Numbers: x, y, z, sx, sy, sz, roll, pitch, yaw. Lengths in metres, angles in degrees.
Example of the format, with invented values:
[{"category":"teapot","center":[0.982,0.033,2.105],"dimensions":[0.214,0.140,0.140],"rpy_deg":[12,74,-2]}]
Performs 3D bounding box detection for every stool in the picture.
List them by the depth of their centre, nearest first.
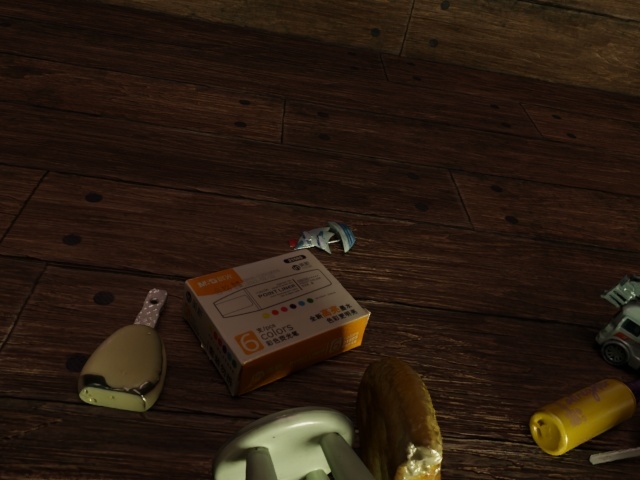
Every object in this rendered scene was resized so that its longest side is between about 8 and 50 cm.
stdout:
[{"category":"stool","center":[-0.025,0.340,0.710],"dimensions":[0.195,0.195,0.199],"rpy_deg":[-2,43,-20]}]

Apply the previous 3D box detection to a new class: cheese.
[{"category":"cheese","center":[-0.302,0.167,0.964],"dimensions":[0.127,0.054,0.251],"rpy_deg":[10,36,-3]}]

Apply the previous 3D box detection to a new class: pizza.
[{"category":"pizza","center":[0.106,0.245,0.802],"dimensions":[0.087,0.268,0.258],"rpy_deg":[-3,43,-6]}]

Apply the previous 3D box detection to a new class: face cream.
[{"category":"face cream","center":[0.487,0.293,1.014],"dimensions":[0.273,0.078,0.078],"rpy_deg":[-11,43,-28]}]

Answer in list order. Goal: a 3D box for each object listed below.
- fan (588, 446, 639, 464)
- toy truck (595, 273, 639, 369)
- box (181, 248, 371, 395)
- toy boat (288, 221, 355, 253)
[{"category":"fan","center":[0.621,0.320,0.985],"dimensions":[0.294,0.012,0.223],"rpy_deg":[18,68,8]},{"category":"toy truck","center":[0.697,0.201,1.110],"dimensions":[0.133,0.184,0.338],"rpy_deg":[-22,49,-39]},{"category":"box","center":[-0.083,0.135,1.040],"dimensions":[0.273,0.091,0.221],"rpy_deg":[-17,45,-35]},{"category":"toy boat","center":[0.005,-0.008,1.315],"dimensions":[0.149,0.034,0.105],"rpy_deg":[-1,40,2]}]
